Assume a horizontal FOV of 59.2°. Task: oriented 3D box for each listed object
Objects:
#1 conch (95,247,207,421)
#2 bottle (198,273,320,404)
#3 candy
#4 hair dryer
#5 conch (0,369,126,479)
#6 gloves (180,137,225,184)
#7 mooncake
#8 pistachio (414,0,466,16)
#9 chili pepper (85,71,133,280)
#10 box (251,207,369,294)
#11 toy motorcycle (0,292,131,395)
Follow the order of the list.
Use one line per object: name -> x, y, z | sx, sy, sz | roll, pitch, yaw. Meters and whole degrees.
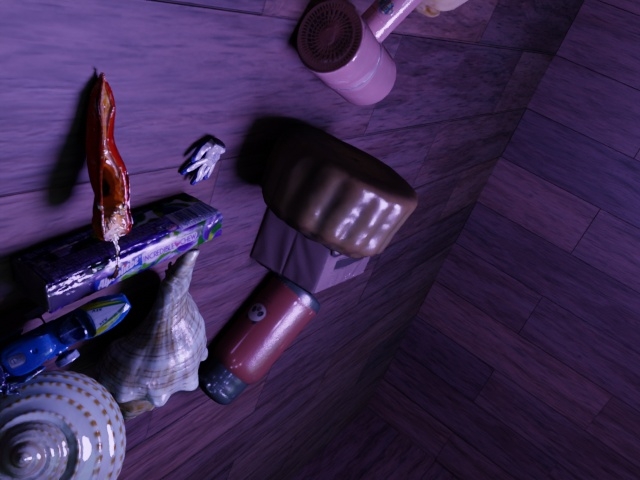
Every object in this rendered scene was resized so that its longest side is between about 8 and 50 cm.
conch -> -0.271, 0.179, 0.999 | 0.170, 0.203, 0.386 | 33, 106, -25
bottle -> -0.158, 0.238, 1.355 | 0.336, 0.144, 0.144 | -48, 156, -11
candy -> -0.286, 0.008, 0.839 | 0.312, 0.088, 0.061 | -29, 140, -47
hair dryer -> 0.138, -0.398, 0.986 | 0.352, 0.125, 0.210 | -41, 162, 15
conch -> -0.434, 0.349, 0.840 | 0.303, 0.215, 0.319 | -30, 154, -23
gloves -> -0.193, -0.130, 0.923 | 0.086, 0.026, 0.064 | -56, 157, 13
mooncake -> 0.025, -0.092, 1.071 | 0.290, 0.290, 0.161 | -8, 132, -61
pistachio -> 0.231, -0.517, 1.099 | 0.238, 0.138, 0.153 | -20, 111, -44
chili pepper -> -0.279, -0.078, 0.730 | 0.059, 0.051, 0.267 | -24, 118, -52
box -> 0.000, 0.000, 1.287 | 0.252, 0.188, 0.153 | -20, 136, -58
toy motorcycle -> -0.379, 0.141, 0.761 | 0.255, 0.092, 0.135 | -29, -171, -18
